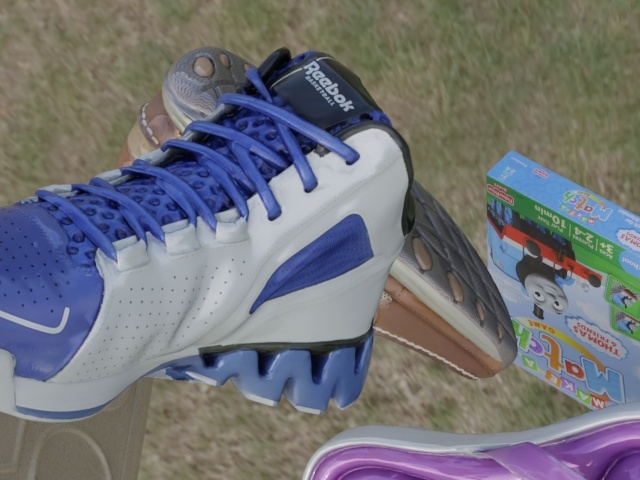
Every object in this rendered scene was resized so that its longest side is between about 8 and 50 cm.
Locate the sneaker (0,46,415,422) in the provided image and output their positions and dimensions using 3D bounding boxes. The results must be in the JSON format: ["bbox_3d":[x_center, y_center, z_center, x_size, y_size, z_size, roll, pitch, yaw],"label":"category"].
[{"bbox_3d":[-0.061,-0.016,0.789,0.127,0.315,0.182,41,113,36],"label":"sneaker"}]

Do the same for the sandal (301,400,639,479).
[{"bbox_3d":[0.145,0.208,1.077,0.416,0.102,0.169,-9,98,39],"label":"sandal"}]

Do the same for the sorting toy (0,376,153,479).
[{"bbox_3d":[-0.204,0.143,1.038,0.041,0.229,0.307,-21,44,28],"label":"sorting toy"}]

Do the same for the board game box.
[{"bbox_3d":[0.203,0.046,1.222,0.160,0.211,0.039,31,58,30],"label":"board game box"}]

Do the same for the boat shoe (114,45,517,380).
[{"bbox_3d":[0.000,0.000,1.075,0.116,0.324,0.123,-42,22,25],"label":"boat shoe"}]
